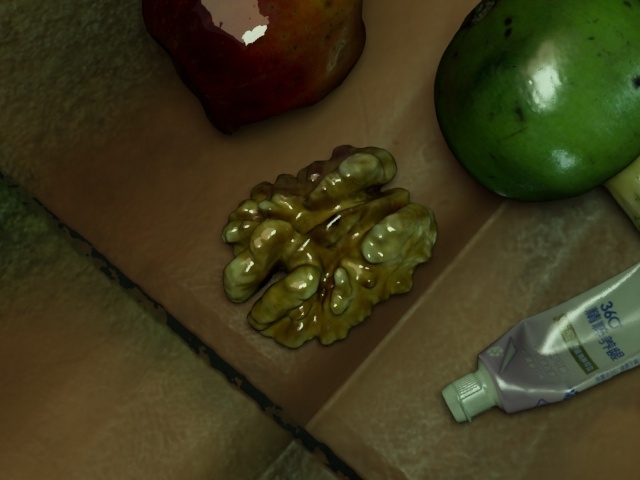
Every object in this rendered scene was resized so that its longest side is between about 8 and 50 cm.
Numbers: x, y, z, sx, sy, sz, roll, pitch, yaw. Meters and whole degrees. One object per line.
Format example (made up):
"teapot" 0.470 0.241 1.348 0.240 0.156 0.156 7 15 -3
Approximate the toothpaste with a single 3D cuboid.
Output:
"toothpaste" 0.231 0.061 1.156 0.301 0.048 0.075 -25 87 1

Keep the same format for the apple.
"apple" -0.048 -0.176 1.217 0.158 0.147 0.156 -34 52 -3

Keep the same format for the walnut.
"walnut" 0.000 0.000 1.198 0.170 0.069 0.143 -37 74 0

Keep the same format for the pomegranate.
"pomegranate" 0.194 -0.094 1.152 0.187 0.187 0.225 -45 100 -5
